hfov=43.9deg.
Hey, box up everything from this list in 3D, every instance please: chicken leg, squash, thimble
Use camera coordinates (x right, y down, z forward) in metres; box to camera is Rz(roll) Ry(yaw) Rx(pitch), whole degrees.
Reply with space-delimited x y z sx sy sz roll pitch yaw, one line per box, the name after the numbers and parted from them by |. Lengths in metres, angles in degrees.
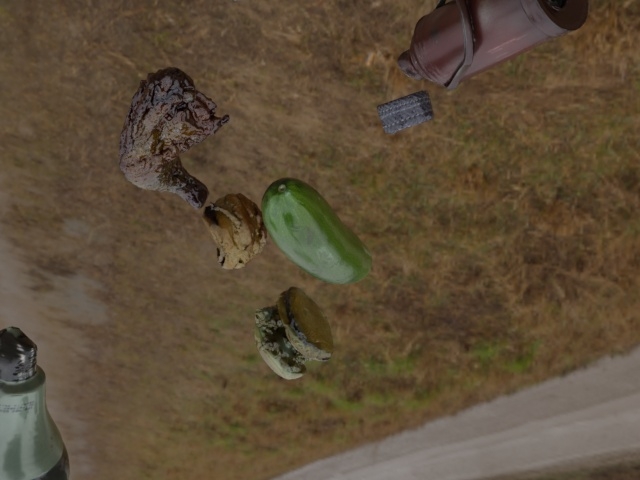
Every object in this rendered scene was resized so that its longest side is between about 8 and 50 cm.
-0.242 -0.155 1.288 0.177 0.083 0.323 -8 145 -25 | chicken leg
-0.002 0.001 0.975 0.082 0.082 0.292 2 163 20 | squash
0.172 -0.253 1.565 0.104 0.066 0.095 -15 -174 29 | thimble

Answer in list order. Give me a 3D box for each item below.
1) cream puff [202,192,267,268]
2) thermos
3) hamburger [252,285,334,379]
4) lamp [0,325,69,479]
-0.140 -0.017 1.321 0.104 0.120 0.133 -25 -175 -8 | cream puff
0.178 -0.234 0.893 0.124 0.099 0.232 -5 172 -35 | thermos
-0.065 0.180 1.510 0.131 0.159 0.185 -32 129 17 | hamburger
-0.419 0.279 1.090 0.181 0.182 0.314 20 121 -19 | lamp
